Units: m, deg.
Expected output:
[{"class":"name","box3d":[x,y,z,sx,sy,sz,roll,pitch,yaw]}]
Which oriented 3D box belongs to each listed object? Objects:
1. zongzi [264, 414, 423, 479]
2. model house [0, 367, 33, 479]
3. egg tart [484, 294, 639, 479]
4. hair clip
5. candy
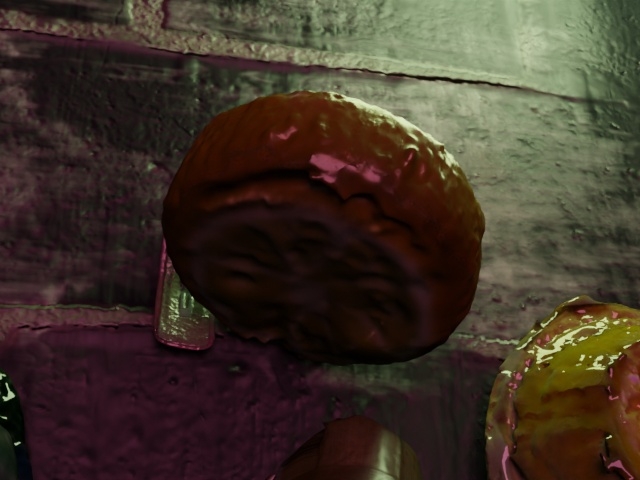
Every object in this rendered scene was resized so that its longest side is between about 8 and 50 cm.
[{"class":"zongzi","box3d":[-0.031,0.272,0.686,0.125,0.274,0.251,36,18,-3]},{"class":"model house","box3d":[-0.330,0.147,0.579,0.298,0.284,0.243,-2,64,-15]},{"class":"egg tart","box3d":[0.291,0.172,0.806,0.315,0.120,0.315,7,56,-11]},{"class":"hair clip","box3d":[-0.117,0.037,0.848,0.054,0.022,0.137,6,57,-11]},{"class":"candy","box3d":[0.000,0.000,0.764,0.260,0.260,0.118,19,48,-2]}]
